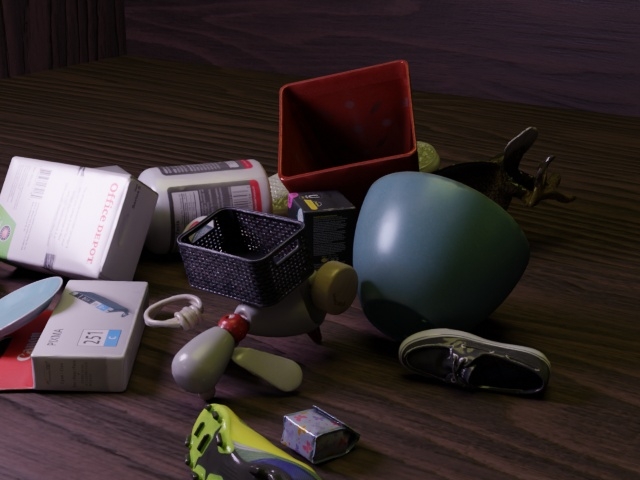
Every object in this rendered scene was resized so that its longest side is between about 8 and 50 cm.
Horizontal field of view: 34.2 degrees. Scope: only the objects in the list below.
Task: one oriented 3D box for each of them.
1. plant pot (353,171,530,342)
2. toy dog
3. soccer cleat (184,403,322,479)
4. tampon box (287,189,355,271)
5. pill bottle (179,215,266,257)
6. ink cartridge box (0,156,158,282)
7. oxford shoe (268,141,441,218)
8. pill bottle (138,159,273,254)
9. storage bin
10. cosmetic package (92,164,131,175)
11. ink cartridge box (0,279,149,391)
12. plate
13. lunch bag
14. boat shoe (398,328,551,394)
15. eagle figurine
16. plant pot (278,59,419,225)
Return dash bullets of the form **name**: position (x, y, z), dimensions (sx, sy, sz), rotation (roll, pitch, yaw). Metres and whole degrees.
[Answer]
- **plant pot**: position (0.169, 0.057, 1.686), dimensions (0.290, 0.290, 0.195), rotation (12, 58, 29)
- **toy dog**: position (-0.087, 0.148, 1.601), dimensions (0.334, 0.161, 0.220), rotation (-25, 31, -22)
- **soccer cleat**: position (-0.075, 0.286, 1.274), dimensions (0.121, 0.093, 0.289), rotation (25, 0, -32)
- **tampon box**: position (0.000, 0.000, 1.938), dimensions (0.101, 0.161, 0.120), rotation (-5, 20, -15)
- **pill bottle**: position (-0.171, 0.025, 1.943), dimensions (0.108, 0.108, 0.180), rotation (-16, 25, -39)
- **ink cartridge box**: position (-0.463, -0.032, 1.931), dimensions (0.273, 0.198, 0.115), rotation (11, -12, 24)
- **oxford shoe**: position (0.051, -0.100, 2.302), dimensions (0.449, 0.130, 0.169), rotation (-13, 43, 3)
- **pill bottle**: position (-0.270, -0.065, 2.093), dimensions (0.318, 0.176, 0.176), rotation (-7, 21, -21)
- **storage bin**: position (-0.113, 0.022, 1.579), dimensions (0.180, 0.084, 0.122), rotation (13, 38, 37)
- **cosmetic package**: position (-0.521, -0.078, 2.201), dimensions (0.238, 0.127, 0.107), rotation (-10, 22, -32)
- **ink cartridge box**: position (-0.420, 0.147, 1.653), dimensions (0.261, 0.066, 0.296), rotation (0, 19, -3)
- **plate**: position (-0.500, 0.119, 1.694), dimensions (0.188, 0.024, 0.188), rotation (-23, 18, 8)
- **lunch bag**: position (0.001, 0.254, 1.379), dimensions (0.083, 0.053, 0.071), rotation (-4, 19, -41)
- **boat shoe**: position (0.228, 0.190, 1.545), dimensions (0.228, 0.080, 0.076), rotation (11, 19, 6)
- **eagle figurine**: position (0.348, -0.108, 2.200), dimensions (0.298, 0.226, 0.225), rotation (9, 60, 41)
- **plant pot**: position (0.078, -0.166, 2.095), dimensions (0.267, 0.236, 0.267), rotation (-11, 49, 11)
